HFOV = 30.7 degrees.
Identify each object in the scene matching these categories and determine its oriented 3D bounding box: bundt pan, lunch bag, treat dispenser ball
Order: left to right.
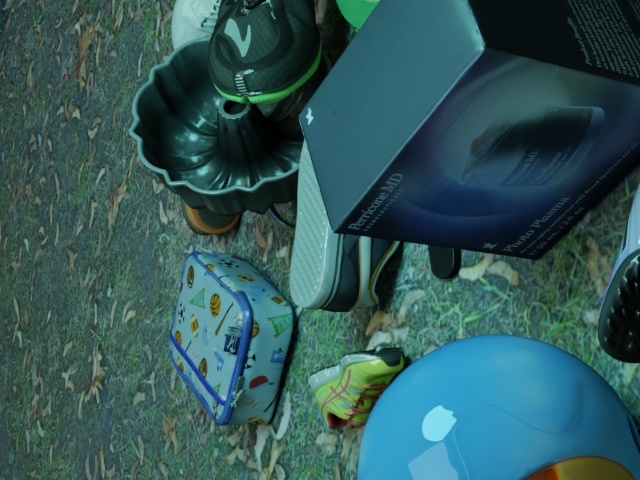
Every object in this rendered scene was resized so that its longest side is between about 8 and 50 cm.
[{"bbox_3d":[-0.156,0.167,1.941,0.303,0.114,0.243,43,122,56],"label":"lunch bag"},{"bbox_3d":[-0.121,-0.172,1.801,0.124,0.330,0.331,76,180,-56],"label":"bundt pan"},{"bbox_3d":[0.179,0.239,1.167,0.288,0.288,0.288,-21,65,56],"label":"treat dispenser ball"}]

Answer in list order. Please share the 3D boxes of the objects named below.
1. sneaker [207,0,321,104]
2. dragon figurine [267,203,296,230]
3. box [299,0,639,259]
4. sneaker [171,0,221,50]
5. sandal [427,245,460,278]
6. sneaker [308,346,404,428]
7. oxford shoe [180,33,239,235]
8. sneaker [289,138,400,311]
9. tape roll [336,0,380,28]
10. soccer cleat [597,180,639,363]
[{"bbox_3d":[-0.081,-0.417,1.747,0.185,0.202,0.483,0,63,17],"label":"sneaker"},{"bbox_3d":[-0.088,-0.147,1.922,0.144,0.085,0.289,-63,34,29],"label":"dragon figurine"},{"bbox_3d":[0.181,-0.139,1.253,0.296,0.294,0.183,-51,42,42],"label":"box"},{"bbox_3d":[-0.185,-0.439,2.140,0.169,0.108,0.293,51,125,55],"label":"sneaker"},{"bbox_3d":[0.151,-0.039,1.531,0.067,0.040,0.179,-30,57,54],"label":"sandal"},{"bbox_3d":[0.058,0.207,1.607,0.208,0.081,0.094,-41,56,57],"label":"sneaker"},{"bbox_3d":[-0.212,-0.190,2.111,0.132,0.129,0.364,171,105,-65],"label":"oxford shoe"},{"bbox_3d":[0.042,-0.058,1.637,0.126,0.127,0.321,5,85,58],"label":"sneaker"},{"bbox_3d":[0.128,-0.446,1.636,0.321,0.077,0.321,-20,66,57],"label":"tape roll"},{"bbox_3d":[0.353,-0.030,1.144,0.116,0.108,0.318,-103,29,-68],"label":"soccer cleat"}]
